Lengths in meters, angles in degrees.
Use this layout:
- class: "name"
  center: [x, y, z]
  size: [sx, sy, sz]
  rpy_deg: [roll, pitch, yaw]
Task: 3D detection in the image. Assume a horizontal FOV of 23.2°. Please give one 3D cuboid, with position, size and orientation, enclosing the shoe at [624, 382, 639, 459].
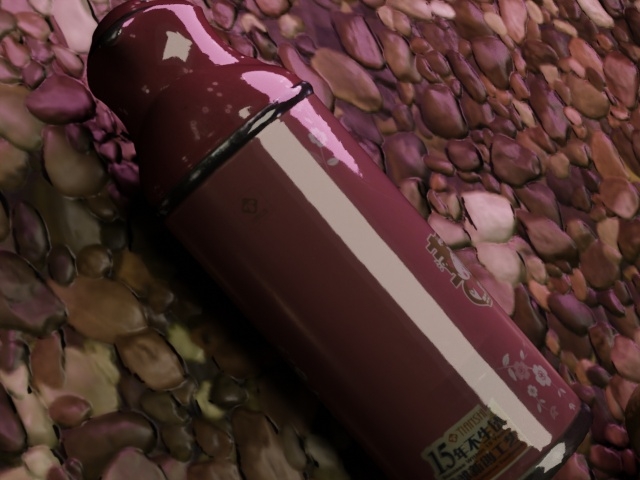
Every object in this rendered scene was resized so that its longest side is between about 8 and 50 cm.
- class: "shoe"
  center: [0.271, 0.191, 0.921]
  size: [0.128, 0.140, 0.262]
  rpy_deg: [-19, 81, -58]

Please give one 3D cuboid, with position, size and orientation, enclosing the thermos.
- class: "thermos"
  center: [0.004, -0.003, 0.843]
  size: [0.330, 0.109, 0.136]
  rpy_deg: [49, 41, -2]
